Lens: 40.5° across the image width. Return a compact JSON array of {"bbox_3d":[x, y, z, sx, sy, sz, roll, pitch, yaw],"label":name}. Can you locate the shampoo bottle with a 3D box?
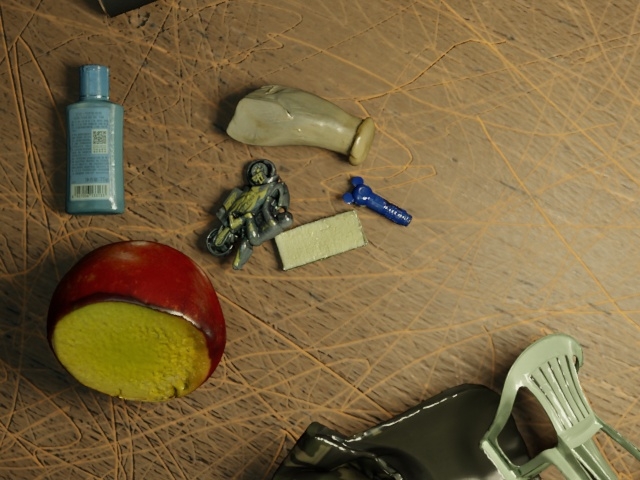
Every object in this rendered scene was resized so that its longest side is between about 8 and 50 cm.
[{"bbox_3d":[-0.390,-0.174,1.501,0.103,0.061,0.258,-1,87,5],"label":"shampoo bottle"}]

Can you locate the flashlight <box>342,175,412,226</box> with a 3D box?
[{"bbox_3d":[0.098,-0.059,1.470,0.121,0.035,0.057,29,65,1],"label":"flashlight"}]

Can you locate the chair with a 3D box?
[{"bbox_3d":[0.379,0.304,1.321,0.203,0.190,0.275,-24,65,-32],"label":"chair"}]

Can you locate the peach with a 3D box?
[{"bbox_3d":[-0.278,0.122,1.388,0.274,0.248,0.245,13,62,5],"label":"peach"}]

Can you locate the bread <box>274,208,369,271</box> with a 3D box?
[{"bbox_3d":[0.000,0.000,1.476,0.153,0.028,0.068,-19,86,4],"label":"bread"}]

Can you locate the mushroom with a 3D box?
[{"bbox_3d":[-0.030,-0.200,1.458,0.247,0.096,0.108,12,63,2],"label":"mushroom"}]

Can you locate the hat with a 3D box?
[{"bbox_3d":[0.143,0.404,1.405,0.381,0.257,0.366,-25,93,-35],"label":"hat"}]

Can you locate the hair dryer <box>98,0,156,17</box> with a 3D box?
[{"bbox_3d":[-0.346,-0.526,1.518,0.128,0.070,0.255,-17,81,3],"label":"hair dryer"}]

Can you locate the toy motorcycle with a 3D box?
[{"bbox_3d":[-0.107,-0.040,1.467,0.124,0.061,0.193,27,82,21],"label":"toy motorcycle"}]
